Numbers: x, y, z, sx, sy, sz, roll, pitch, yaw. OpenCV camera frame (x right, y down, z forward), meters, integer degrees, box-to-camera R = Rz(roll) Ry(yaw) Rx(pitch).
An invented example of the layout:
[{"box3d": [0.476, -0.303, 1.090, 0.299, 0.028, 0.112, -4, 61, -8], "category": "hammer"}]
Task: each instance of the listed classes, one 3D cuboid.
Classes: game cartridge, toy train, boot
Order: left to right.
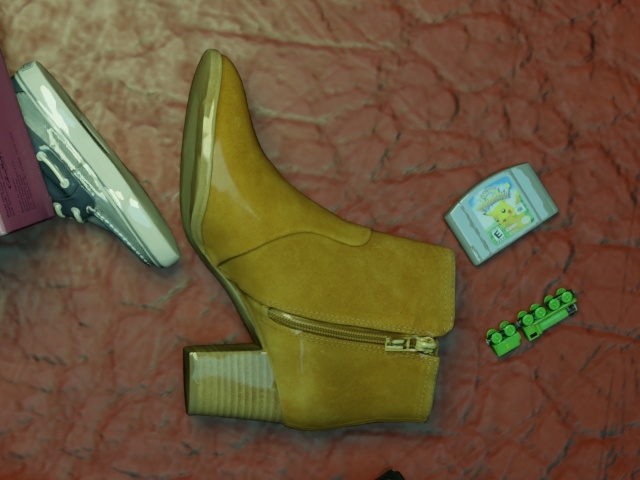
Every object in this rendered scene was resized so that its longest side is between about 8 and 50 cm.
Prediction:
[{"box3d": [-0.193, -0.039, 1.129, 0.086, 0.069, 0.190, -38, 88, 3], "category": "boot"}, {"box3d": [0.000, 0.001, 1.140, 0.211, 0.104, 0.295, -1, 98, -12], "category": "boot"}, {"box3d": [0.144, -0.024, 1.190, 0.083, 0.017, 0.056, -34, 92, -4], "category": "game cartridge"}, {"box3d": [0.173, 0.067, 1.197, 0.083, 0.017, 0.024, -29, 105, -5], "category": "toy train"}]

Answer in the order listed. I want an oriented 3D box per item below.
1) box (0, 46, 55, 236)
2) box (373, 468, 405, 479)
[{"box3d": [-0.347, -0.079, 1.050, 0.243, 0.117, 0.214, -15, 95, 9], "category": "box"}, {"box3d": [0.071, 0.341, 1.132, 0.165, 0.143, 0.270, -32, 96, -3], "category": "box"}]
